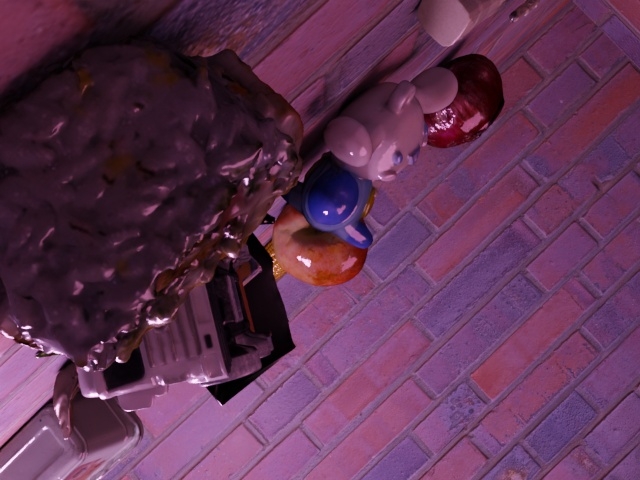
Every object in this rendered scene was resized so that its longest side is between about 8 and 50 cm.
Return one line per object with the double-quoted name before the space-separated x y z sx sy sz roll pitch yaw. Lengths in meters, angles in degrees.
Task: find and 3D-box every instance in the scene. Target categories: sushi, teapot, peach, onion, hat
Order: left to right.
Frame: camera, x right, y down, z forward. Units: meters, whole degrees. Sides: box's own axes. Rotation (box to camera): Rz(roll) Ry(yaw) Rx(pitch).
"hat" -0.424 0.248 1.085 0.175 0.085 0.147 -9 -142 52
"sushi" -0.132 -0.013 0.419 0.274 0.139 0.184 -49 176 -7
"sushi" -0.164 0.128 1.148 0.215 0.227 0.212 -37 -178 -13
"peach" 0.000 0.000 1.486 0.232 0.232 0.256 -43 167 -7
"onion" 0.317 -0.317 1.492 0.246 0.190 0.246 -36 -165 11
"teapot" 0.236 -0.342 0.897 0.200 0.107 0.077 -42 174 -31

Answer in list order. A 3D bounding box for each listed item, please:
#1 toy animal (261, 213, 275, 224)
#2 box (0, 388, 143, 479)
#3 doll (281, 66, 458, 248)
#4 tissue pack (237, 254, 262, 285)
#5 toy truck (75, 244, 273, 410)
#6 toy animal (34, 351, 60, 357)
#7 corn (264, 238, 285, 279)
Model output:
"toy animal" -0.110 -0.058 0.962 0.105 0.070 0.202 -57 171 14
"box" -0.540 0.437 1.275 0.312 0.175 0.182 -43 167 9
"doll" 0.071 -0.119 1.090 0.376 0.187 0.365 -15 151 -41
"tissue pack" -0.181 0.056 1.010 0.148 0.108 0.060 -44 180 -6
"toy truck" -0.181 0.092 0.783 0.207 0.173 0.387 -14 175 -3
"toy animal" -0.337 0.154 0.947 0.041 0.075 0.217 -47 147 13
"corn" -0.106 0.037 1.754 0.305 0.106 0.106 -42 178 30
